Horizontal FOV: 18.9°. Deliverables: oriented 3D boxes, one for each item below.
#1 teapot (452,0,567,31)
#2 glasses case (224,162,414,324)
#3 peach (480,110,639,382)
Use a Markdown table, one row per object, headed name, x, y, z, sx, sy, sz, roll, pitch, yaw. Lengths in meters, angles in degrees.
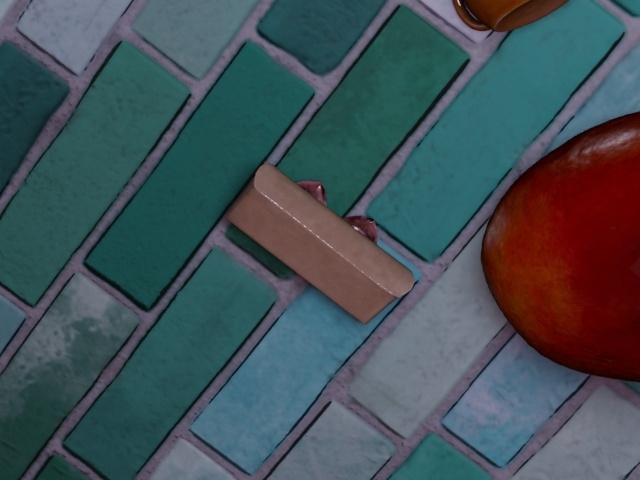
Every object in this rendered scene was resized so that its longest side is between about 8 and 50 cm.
| name | x | y | z | sx | sy | sz | roll | pitch | yaw |
| --- | --- | --- | --- | --- | --- | --- | --- | --- | --- |
| teapot | 0.173 | -0.257 | 1.777 | 0.116 | 0.116 | 0.173 | 43 | 142 | -6 |
| glasses case | 0.000 | 0.000 | 1.950 | 0.193 | 0.070 | 0.102 | 38 | 143 | -6 |
| peach | 0.306 | 0.012 | 1.822 | 0.338 | 0.281 | 0.281 | -10 | 114 | 55 |
